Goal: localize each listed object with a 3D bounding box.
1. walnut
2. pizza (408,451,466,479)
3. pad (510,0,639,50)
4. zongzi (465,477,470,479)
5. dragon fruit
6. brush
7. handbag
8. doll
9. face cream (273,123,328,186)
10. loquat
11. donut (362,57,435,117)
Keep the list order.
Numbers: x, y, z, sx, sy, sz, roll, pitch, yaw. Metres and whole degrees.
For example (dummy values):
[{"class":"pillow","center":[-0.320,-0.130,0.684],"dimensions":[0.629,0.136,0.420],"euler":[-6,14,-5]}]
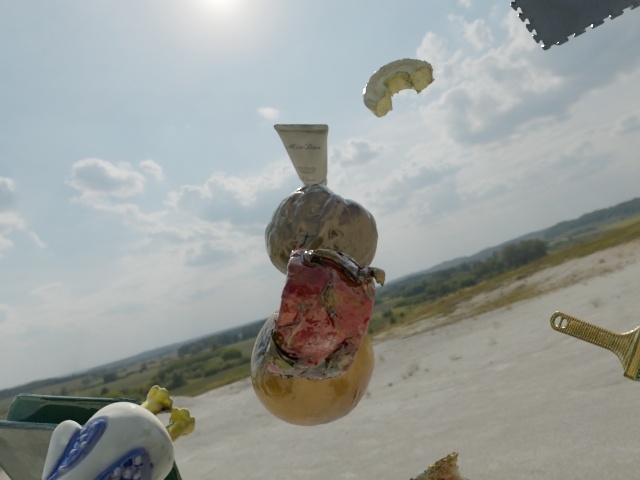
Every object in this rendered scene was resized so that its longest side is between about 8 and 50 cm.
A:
[{"class":"walnut","center":[0.000,0.000,0.998],"dimensions":[0.249,0.248,0.248],"euler":[-16,-9,-2]},{"class":"pizza","center":[0.205,0.431,0.735],"dimensions":[0.056,0.271,0.134],"euler":[17,56,41]},{"class":"pad","center":[0.289,-0.326,0.423],"dimensions":[0.270,0.012,0.269],"euler":[-15,-34,43]},{"class":"zongzi","center":[0.386,0.612,1.066],"dimensions":[0.187,0.084,0.184],"euler":[-1,-2,25]},{"class":"dragon fruit","center":[0.011,0.105,0.698],"dimensions":[0.147,0.210,0.282],"euler":[11,24,3]},{"class":"brush","center":[0.423,0.147,0.666],"dimensions":[0.010,0.082,0.218],"euler":[20,0,-14]},{"class":"handbag","center":[-0.422,0.388,0.800],"dimensions":[0.327,0.238,0.089],"euler":[-6,24,18]},{"class":"doll","center":[-0.236,0.242,0.418],"dimensions":[0.293,0.138,0.119],"euler":[-34,-26,-60]},{"class":"face cream","center":[-0.033,-0.241,1.277],"dimensions":[0.143,0.089,0.314],"euler":[3,-23,8]},{"class":"loquat","center":[-0.019,0.243,0.928],"dimensions":[0.263,0.262,0.263],"euler":[-16,-9,-2]},{"class":"donut","center":[0.166,-0.350,1.019],"dimensions":[0.166,0.108,0.065],"euler":[-36,-45,0]}]
